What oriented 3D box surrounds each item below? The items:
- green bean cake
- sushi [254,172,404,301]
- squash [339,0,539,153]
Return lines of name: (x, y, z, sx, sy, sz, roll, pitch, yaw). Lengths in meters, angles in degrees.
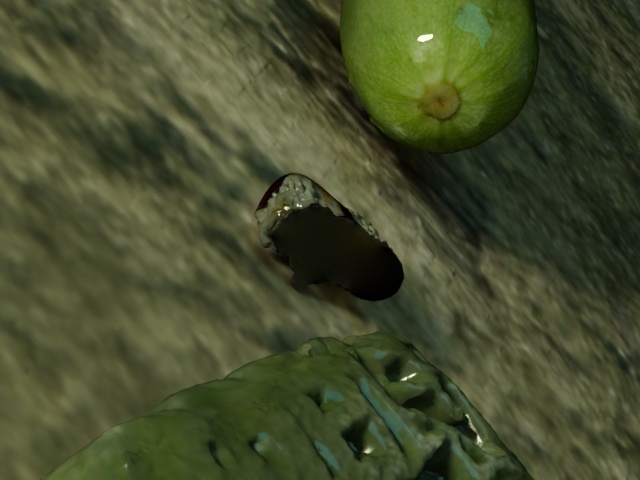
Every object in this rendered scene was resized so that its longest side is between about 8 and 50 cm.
green bean cake: (0.006, 0.152, 0.563, 0.222, 0.125, 0.227, 56, 32, 8)
sushi: (0.000, 0.000, 0.827, 0.083, 0.044, 0.046, 35, 10, -35)
squash: (0.072, -0.171, 1.052, 0.118, 0.118, 0.370, 41, 25, -22)
